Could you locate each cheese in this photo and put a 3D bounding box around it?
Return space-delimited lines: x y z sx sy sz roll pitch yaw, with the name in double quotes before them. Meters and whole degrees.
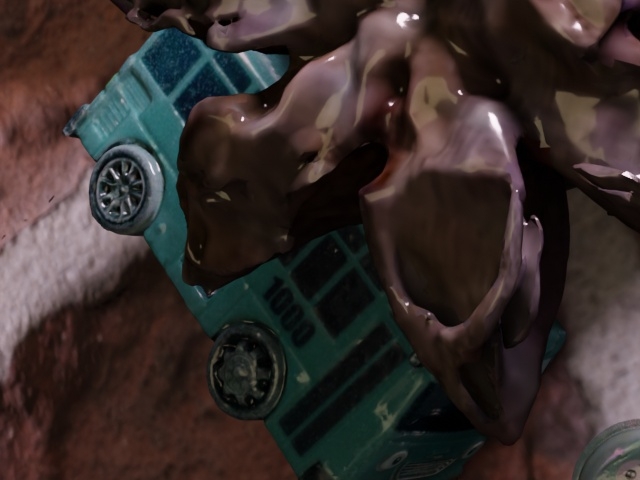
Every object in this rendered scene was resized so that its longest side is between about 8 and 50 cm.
"cheese" 0.140 0.128 0.762 0.120 0.026 0.067 -37 70 29

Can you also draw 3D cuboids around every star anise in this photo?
"star anise" 0.059 -0.095 0.567 0.331 0.117 0.332 -1 86 21

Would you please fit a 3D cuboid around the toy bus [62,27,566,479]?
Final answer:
"toy bus" 0.000 0.000 0.798 0.147 0.128 0.256 -47 64 23

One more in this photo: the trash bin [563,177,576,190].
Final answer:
"trash bin" 0.079 -0.150 0.721 0.122 0.164 0.241 -21 78 33

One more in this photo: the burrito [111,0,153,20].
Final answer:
"burrito" -0.173 -0.256 0.892 0.096 0.066 0.309 -37 97 33
